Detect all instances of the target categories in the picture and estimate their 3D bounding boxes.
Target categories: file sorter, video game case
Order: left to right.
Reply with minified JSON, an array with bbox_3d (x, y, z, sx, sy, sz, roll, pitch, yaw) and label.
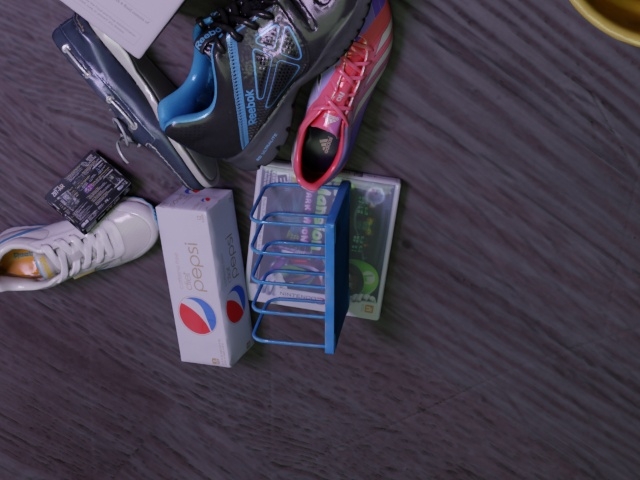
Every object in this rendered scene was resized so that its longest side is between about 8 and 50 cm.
[{"bbox_3d":[-0.024,0.028,1.800,0.105,0.118,0.170,4,117,8],"label":"file sorter"},{"bbox_3d":[0.000,0.000,1.861,0.173,0.022,0.190,9,116,2],"label":"video game case"}]

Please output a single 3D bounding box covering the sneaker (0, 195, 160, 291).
[{"bbox_3d":[-0.301,0.013,1.863,0.229,0.092,0.087,-16,111,13],"label":"sneaker"}]

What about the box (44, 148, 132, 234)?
[{"bbox_3d":[-0.278,-0.058,1.828,0.067,0.018,0.083,39,75,12],"label":"box"}]

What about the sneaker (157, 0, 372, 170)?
[{"bbox_3d":[-0.055,-0.228,1.671,0.140,0.125,0.340,14,116,-35],"label":"sneaker"}]

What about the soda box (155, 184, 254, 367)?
[{"bbox_3d":[-0.139,0.045,1.862,0.074,0.069,0.216,6,119,26],"label":"soda box"}]

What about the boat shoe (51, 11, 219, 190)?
[{"bbox_3d":[-0.213,-0.156,1.770,0.079,0.095,0.254,-32,107,18],"label":"boat shoe"}]

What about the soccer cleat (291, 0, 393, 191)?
[{"bbox_3d":[0.024,-0.172,1.733,0.083,0.095,0.248,18,116,-2],"label":"soccer cleat"}]

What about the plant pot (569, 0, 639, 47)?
[{"bbox_3d":[0.351,-0.345,1.532,0.254,0.239,0.254,3,117,6],"label":"plant pot"}]

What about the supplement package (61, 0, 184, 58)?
[{"bbox_3d":[-0.161,-0.375,1.612,0.177,0.175,0.293,38,114,-10],"label":"supplement package"}]
